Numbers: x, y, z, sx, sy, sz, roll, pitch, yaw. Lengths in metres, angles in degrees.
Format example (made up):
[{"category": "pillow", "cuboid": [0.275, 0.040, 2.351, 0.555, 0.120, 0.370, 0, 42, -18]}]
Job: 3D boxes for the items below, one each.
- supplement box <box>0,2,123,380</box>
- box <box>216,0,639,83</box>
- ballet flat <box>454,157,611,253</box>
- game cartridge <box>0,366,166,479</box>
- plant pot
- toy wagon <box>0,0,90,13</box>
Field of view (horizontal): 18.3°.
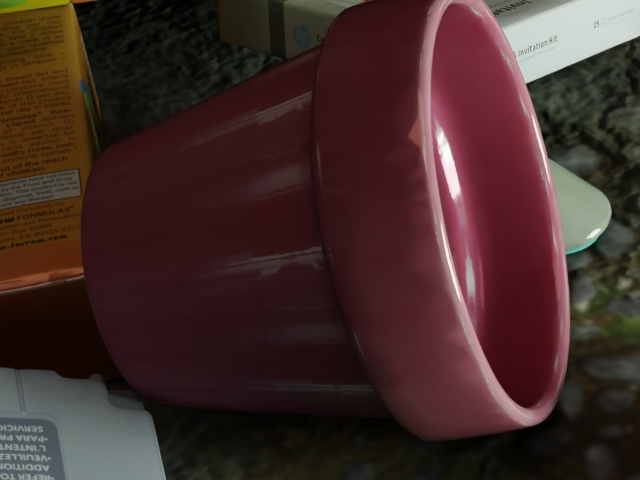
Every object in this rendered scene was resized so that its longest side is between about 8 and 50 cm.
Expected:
[{"category": "supplement box", "cuboid": [-0.149, -0.028, 1.032, 0.080, 0.078, 0.233, -12, 42, -4]}, {"category": "box", "cuboid": [0.057, -0.125, 1.084, 0.145, 0.038, 0.186, -24, 31, -37]}, {"category": "ballet flat", "cuboid": [0.043, -0.040, 1.018, 0.213, 0.068, 0.072, 10, 45, 20]}, {"category": "game cartridge", "cuboid": [-0.204, 0.127, 0.816, 0.294, 0.060, 0.196, 5, 33, -19]}, {"category": "plant pot", "cuboid": [0.000, 0.000, 0.905, 0.180, 0.201, 0.201, -12, 39, 20]}, {"category": "toy wagon", "cuboid": [-0.090, -0.195, 1.156, 0.344, 0.068, 0.267, -9, 19, -7]}]
